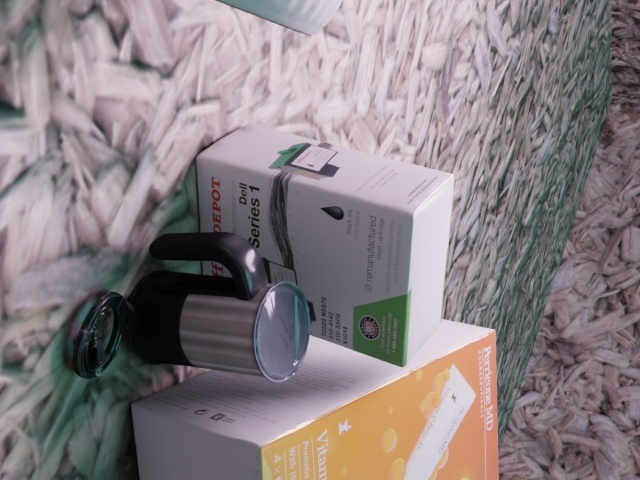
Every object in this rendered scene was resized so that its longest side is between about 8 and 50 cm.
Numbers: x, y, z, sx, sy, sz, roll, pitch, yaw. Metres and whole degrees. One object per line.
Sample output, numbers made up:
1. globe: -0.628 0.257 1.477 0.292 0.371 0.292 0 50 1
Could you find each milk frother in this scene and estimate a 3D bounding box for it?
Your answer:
1. milk frother: -0.105 0.075 0.800 0.143 0.135 0.129 -60 139 -37

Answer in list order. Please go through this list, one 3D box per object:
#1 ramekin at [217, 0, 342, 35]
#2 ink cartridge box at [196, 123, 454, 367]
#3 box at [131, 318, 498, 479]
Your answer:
1. ramekin: -0.064 -0.214 0.648 0.207 0.207 0.109 -4 117 -67
2. ink cartridge box: 0.000 0.000 0.902 0.092 0.220 0.160 -41 139 -49
3. box: 0.011 0.218 0.967 0.345 0.168 0.214 -18 109 -45
